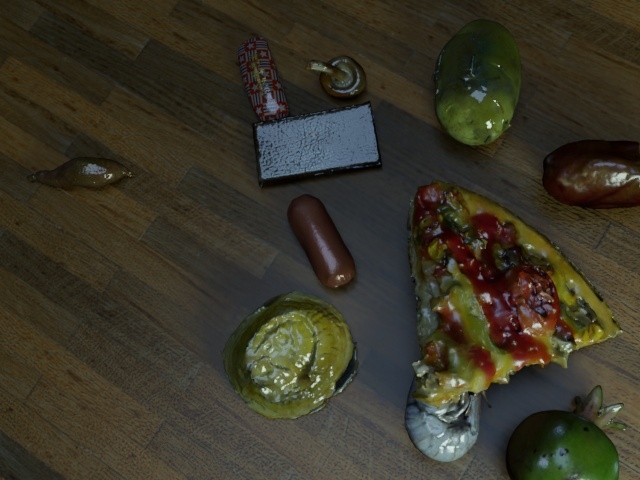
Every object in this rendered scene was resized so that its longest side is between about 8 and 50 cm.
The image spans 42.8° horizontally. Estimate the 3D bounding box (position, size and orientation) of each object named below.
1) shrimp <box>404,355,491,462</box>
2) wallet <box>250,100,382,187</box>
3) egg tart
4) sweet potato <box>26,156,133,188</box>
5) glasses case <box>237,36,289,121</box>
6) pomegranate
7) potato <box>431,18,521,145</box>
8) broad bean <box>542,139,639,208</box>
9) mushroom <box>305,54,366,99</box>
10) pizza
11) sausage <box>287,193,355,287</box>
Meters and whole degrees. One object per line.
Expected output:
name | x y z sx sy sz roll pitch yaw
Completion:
shrimp | 0.242 0.214 1.408 0.145 0.116 0.343 14 64 13
wallet | -0.009 -0.187 1.599 0.243 0.039 0.133 -10 82 5
egg tart | -0.059 0.201 1.466 0.252 0.098 0.232 -6 76 1
sweet potato | -0.488 -0.135 1.629 0.226 0.068 0.068 -3 73 6
glasses case | -0.119 -0.324 1.649 0.073 0.049 0.194 -19 72 1
pomegranate | 0.410 0.340 1.335 0.181 0.181 0.224 34 59 15
potato | 0.295 -0.302 1.546 0.169 0.143 0.248 11 74 2
broad bean | 0.514 -0.122 1.461 0.228 0.156 0.122 -2 77 12
mushroom | 0.025 -0.330 1.618 0.129 0.073 0.088 15 89 -24
pizza | 0.286 0.118 1.334 0.440 0.130 0.406 36 53 0
sausage | 0.000 0.000 1.527 0.077 0.077 0.194 -28 72 -2
